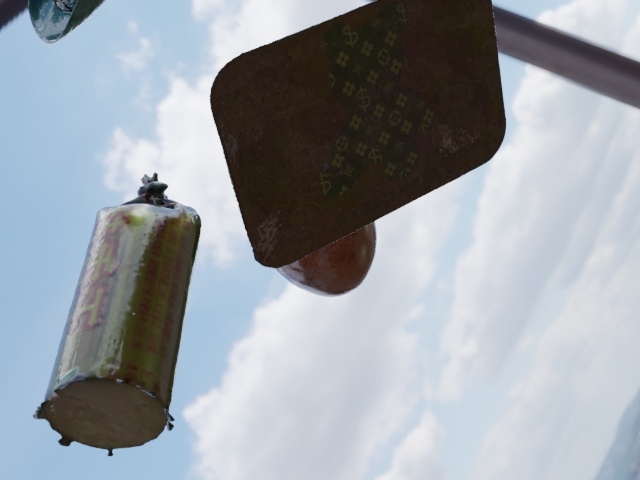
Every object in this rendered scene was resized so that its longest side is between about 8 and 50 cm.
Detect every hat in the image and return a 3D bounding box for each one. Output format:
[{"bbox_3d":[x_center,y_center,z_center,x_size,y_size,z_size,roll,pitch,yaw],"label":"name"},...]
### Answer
[{"bbox_3d":[-0.260,-0.308,1.069,0.191,0.138,0.078,-53,-42,-8],"label":"hat"}]

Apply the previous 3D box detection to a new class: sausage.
[{"bbox_3d":[-0.188,0.050,1.010,0.117,0.125,0.317,58,-152,-45],"label":"sausage"}]

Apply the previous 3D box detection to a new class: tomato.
[{"bbox_3d":[0.000,0.000,1.323,0.167,0.167,0.167,-50,-25,-33],"label":"tomato"}]

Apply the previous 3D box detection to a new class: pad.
[{"bbox_3d":[0.043,-0.099,0.787,0.267,0.004,0.181,-28,-57,-23],"label":"pad"}]
